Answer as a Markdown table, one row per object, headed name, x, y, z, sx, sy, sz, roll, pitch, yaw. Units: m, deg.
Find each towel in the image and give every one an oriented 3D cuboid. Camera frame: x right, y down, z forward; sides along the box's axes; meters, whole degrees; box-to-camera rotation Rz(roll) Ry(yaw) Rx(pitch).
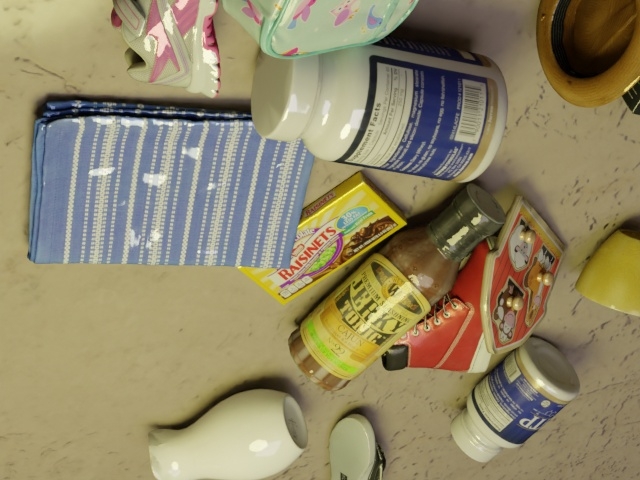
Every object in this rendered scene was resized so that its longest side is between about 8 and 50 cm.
| name | x | y | z | sx | sy | sz | roll | pitch | yaw |
| --- | --- | --- | --- | --- | --- | --- | --- | --- | --- |
| towel | -0.178 | -0.056 | 1.687 | 0.336 | 0.040 | 0.243 | 2 | 131 | -15 |

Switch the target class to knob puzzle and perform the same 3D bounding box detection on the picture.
| name | x | y | z | sx | sy | sz | roll | pitch | yaw |
| --- | --- | --- | --- | --- | --- | --- | --- | --- | --- |
| knob puzzle | 0.267 | 0.063 | 1.853 | 0.030 | 0.213 | 0.213 | 13 | 150 | 35 |

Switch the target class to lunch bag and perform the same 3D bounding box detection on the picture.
| name | x | y | z | sx | sy | sz | roll | pitch | yaw |
| --- | --- | --- | --- | --- | --- | --- | --- | --- | --- |
| lunch bag | 0.038 | -0.320 | 1.420 | 0.224 | 0.108 | 0.279 | -13 | 144 | -40 |

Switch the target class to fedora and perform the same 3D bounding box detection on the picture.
| name | x | y | z | sx | sy | sz | roll | pitch | yaw |
| --- | --- | --- | --- | --- | --- | --- | --- | --- | --- |
| fedora | 0.329 | -0.241 | 1.584 | 0.079 | 0.194 | 0.194 | -3 | 136 | -35 |

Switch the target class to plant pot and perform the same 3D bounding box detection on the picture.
| name | x | y | z | sx | sy | sz | roll | pitch | yaw |
| --- | --- | --- | --- | --- | --- | --- | --- | --- | --- |
| plant pot | 0.428 | 0.039 | 1.931 | 0.134 | 0.134 | 0.095 | 9 | 105 | -25 |

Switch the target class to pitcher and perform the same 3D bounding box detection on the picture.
| name | x | y | z | sx | sy | sz | roll | pitch | yaw |
| --- | --- | --- | --- | --- | --- | --- | --- | --- | --- |
| pitcher | -0.118 | 0.294 | 2.026 | 0.207 | 0.125 | 0.178 | -20 | 158 | 18 |

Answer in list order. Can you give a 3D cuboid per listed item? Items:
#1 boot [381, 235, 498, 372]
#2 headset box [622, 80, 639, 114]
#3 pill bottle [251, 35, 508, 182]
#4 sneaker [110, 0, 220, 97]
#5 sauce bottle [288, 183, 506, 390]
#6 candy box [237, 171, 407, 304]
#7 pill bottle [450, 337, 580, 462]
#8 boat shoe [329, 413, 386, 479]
| name | x | y | z | sx | sy | sz | roll | pitch | yaw |
| --- | --- | --- | --- | --- | --- | --- | --- | --- | --- |
| boot | 0.159 | 0.093 | 1.924 | 0.176 | 0.088 | 0.244 | 1 | 133 | -10 |
| headset box | 0.504 | -0.273 | 1.628 | 0.246 | 0.131 | 0.283 | 9 | 130 | -25 |
| pill bottle | 0.065 | -0.157 | 1.595 | 0.265 | 0.153 | 0.153 | 8 | 131 | -23 |
| sneaker | -0.164 | -0.253 | 1.467 | 0.111 | 0.103 | 0.252 | -5 | 130 | -7 |
| sauce bottle | 0.100 | 0.059 | 1.853 | 0.111 | 0.111 | 0.344 | 25 | 121 | -34 |
| candy box | 0.000 | 0.000 | 1.821 | 0.206 | 0.027 | 0.105 | -34 | 130 | 17 |
| pill bottle | 0.283 | 0.241 | 2.084 | 0.112 | 0.112 | 0.186 | 22 | 125 | -33 |
| boat shoe | 0.060 | 0.337 | 2.150 | 0.070 | 0.078 | 0.219 | -32 | 143 | -36 |
